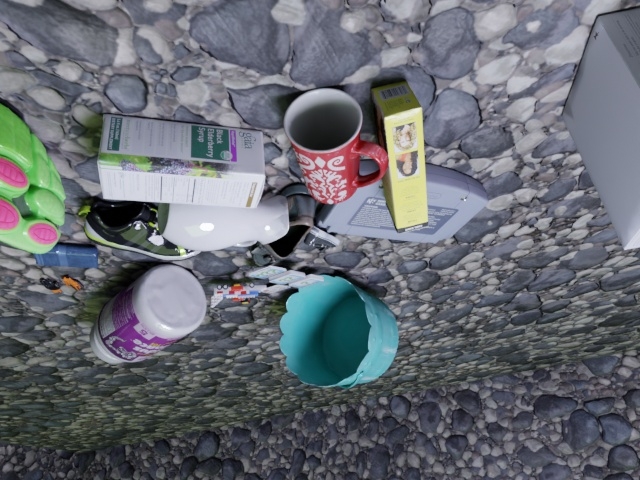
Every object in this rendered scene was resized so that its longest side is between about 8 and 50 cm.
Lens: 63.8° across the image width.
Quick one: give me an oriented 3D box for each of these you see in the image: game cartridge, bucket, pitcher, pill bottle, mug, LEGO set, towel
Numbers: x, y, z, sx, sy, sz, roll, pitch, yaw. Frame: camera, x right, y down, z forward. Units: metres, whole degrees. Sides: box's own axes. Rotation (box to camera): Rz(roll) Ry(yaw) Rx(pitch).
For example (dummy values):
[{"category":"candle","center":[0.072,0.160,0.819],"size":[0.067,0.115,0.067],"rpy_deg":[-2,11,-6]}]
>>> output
[{"category":"game cartridge","center":[0.162,-0.071,0.997],"size":[0.297,0.062,0.198],"rpy_deg":[6,143,-22]},{"category":"bucket","center":[0.051,0.238,1.304],"size":[0.281,0.281,0.183],"rpy_deg":[-24,151,27]},{"category":"pitcher","center":[-0.185,-0.032,0.925],"size":[0.207,0.125,0.178],"rpy_deg":[5,154,-31]},{"category":"pill bottle","center":[-0.415,0.186,1.201],"size":[0.169,0.169,0.301],"rpy_deg":[21,140,-39]},{"category":"mug","center":[0.021,-0.122,0.791],"size":[0.113,0.150,0.169],"rpy_deg":[-32,156,-9]},{"category":"LEGO set","center":[-0.139,0.124,1.236],"size":[0.244,0.060,0.182],"rpy_deg":[-20,156,36]},{"category":"towel","center":[-0.515,0.029,1.046],"size":[0.119,0.029,0.067],"rpy_deg":[5,148,-19]}]

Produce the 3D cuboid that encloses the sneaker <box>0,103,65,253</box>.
[{"category":"sneaker","center":[-0.563,-0.125,0.654],"size":[0.202,0.185,0.483],"rpy_deg":[-19,140,37]}]

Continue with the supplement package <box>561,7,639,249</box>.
[{"category":"supplement package","center":[0.470,-0.155,0.705],"size":[0.145,0.262,0.204],"rpy_deg":[-10,150,5]}]

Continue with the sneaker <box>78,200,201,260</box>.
[{"category":"sneaker","center":[-0.317,-0.022,0.944],"size":[0.235,0.084,0.097],"rpy_deg":[5,147,-21]}]

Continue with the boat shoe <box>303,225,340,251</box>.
[{"category":"boat shoe","center":[0.000,0.000,1.057],"size":[0.049,0.040,0.142],"rpy_deg":[28,180,22]}]

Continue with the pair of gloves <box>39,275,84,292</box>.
[{"category":"pair of gloves","center":[-0.589,0.100,1.172],"size":[0.083,0.010,0.074],"rpy_deg":[-5,152,1]}]

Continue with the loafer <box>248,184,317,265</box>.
[{"category":"loafer","center":[-0.083,-0.006,1.023],"size":[0.096,0.084,0.267],"rpy_deg":[7,147,-23]}]

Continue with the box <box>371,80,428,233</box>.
[{"category":"box","center":[0.127,-0.123,0.808],"size":[0.058,0.087,0.232],"rpy_deg":[-14,133,2]}]

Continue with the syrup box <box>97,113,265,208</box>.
[{"category":"syrup box","center":[-0.208,-0.118,0.792],"size":[0.237,0.093,0.096],"rpy_deg":[2,148,-16]}]
